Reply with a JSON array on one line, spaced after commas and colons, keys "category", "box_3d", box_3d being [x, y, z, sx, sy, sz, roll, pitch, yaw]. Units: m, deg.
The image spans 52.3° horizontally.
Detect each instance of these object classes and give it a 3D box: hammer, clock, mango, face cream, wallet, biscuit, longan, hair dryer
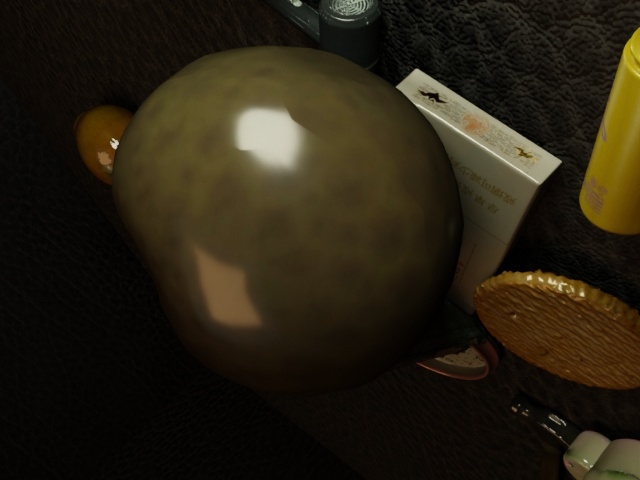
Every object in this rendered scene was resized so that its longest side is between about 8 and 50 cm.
[{"category": "hammer", "box_3d": [0.446, 0.449, 1.268, 0.168, 0.044, 0.439, 32, 155, 35]}, {"category": "clock", "box_3d": [0.535, 0.424, 0.976, 0.309, 0.114, 0.284, 52, 159, -9]}, {"category": "mango", "box_3d": [-0.532, -0.245, 1.653, 0.317, 0.173, 0.211, 29, 153, 51]}, {"category": "face cream", "box_3d": [0.276, -0.113, 0.530, 0.078, 0.078, 0.273, 34, 156, 28]}, {"category": "wallet", "box_3d": [0.086, 0.117, 0.958, 0.169, 0.317, 0.044, 55, 139, 37]}, {"category": "clock", "box_3d": [0.200, 0.167, 1.158, 0.244, 0.056, 0.244, 25, 155, 13]}, {"category": "biscuit", "box_3d": [0.324, 0.119, 0.861, 0.254, 0.035, 0.254, 27, 155, 14]}, {"category": "longan", "box_3d": [-0.030, -0.016, 0.731, 0.404, 0.405, 0.336, 55, -164, -23]}, {"category": "hair dryer", "box_3d": [-0.012, -0.278, 0.801, 0.219, 0.071, 0.124, 45, 158, 27]}]

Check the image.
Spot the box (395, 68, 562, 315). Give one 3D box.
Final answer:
[{"category": "box", "box_3d": [0.172, -0.042, 0.880, 0.205, 0.051, 0.365, 38, 157, 19]}]
